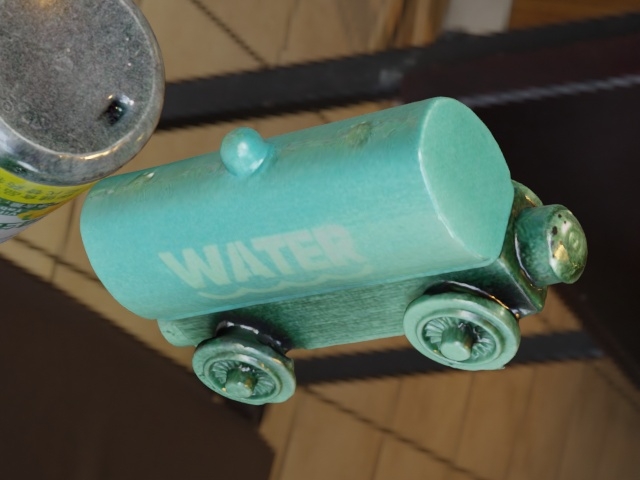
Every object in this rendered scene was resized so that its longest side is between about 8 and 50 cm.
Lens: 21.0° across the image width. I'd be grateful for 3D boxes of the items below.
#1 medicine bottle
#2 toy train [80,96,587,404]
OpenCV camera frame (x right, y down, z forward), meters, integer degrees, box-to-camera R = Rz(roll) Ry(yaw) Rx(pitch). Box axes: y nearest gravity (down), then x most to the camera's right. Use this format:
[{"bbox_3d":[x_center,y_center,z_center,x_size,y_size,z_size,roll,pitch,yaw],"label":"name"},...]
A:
[{"bbox_3d":[-0.221,-0.072,1.128,0.141,0.293,0.141,8,74,-29],"label":"medicine bottle"},{"bbox_3d":[0.000,0.000,0.846,0.159,0.248,0.101,49,44,-37],"label":"toy train"}]
